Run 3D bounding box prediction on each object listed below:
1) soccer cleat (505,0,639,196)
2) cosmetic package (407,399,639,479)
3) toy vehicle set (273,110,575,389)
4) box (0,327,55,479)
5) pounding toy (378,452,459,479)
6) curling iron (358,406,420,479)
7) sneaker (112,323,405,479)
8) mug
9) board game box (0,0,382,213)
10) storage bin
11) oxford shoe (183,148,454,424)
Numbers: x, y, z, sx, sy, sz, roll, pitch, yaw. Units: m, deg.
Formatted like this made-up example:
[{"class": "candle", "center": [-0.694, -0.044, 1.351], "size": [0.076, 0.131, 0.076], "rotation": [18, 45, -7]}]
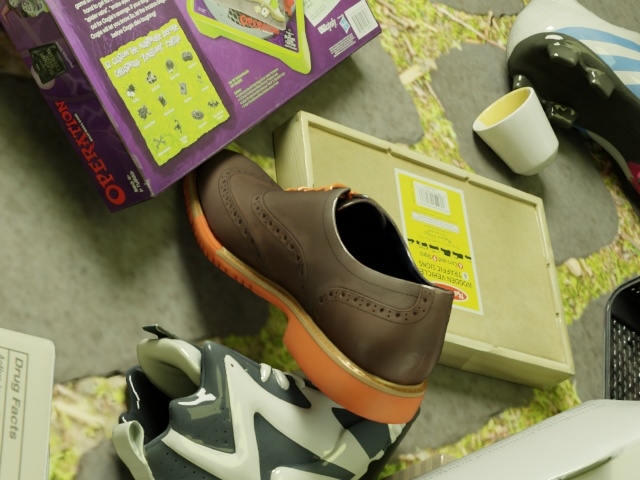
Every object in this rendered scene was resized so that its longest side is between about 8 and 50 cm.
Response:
[{"class": "soccer cleat", "center": [0.318, -0.126, 1.290], "size": [0.331, 0.116, 0.143], "rotation": [37, 45, -19]}, {"class": "cosmetic package", "center": [0.170, 0.301, 0.757], "size": [0.217, 0.156, 0.385], "rotation": [-16, 88, -23]}, {"class": "toy vehicle set", "center": [0.085, 0.012, 1.047], "size": [0.267, 0.035, 0.166], "rotation": [17, 55, -35]}, {"class": "box", "center": [-0.284, 0.090, 0.591], "size": [0.311, 0.121, 0.148], "rotation": [21, 52, -33]}, {"class": "pounding toy", "center": [0.115, 0.230, 0.890], "size": [0.130, 0.100, 0.141], "rotation": [25, 51, -30]}, {"class": "curling iron", "center": [0.002, 0.197, 0.855], "size": [0.068, 0.035, 0.274], "rotation": [42, 44, -7]}, {"class": "sneaker", "center": [-0.041, 0.094, 0.835], "size": [0.235, 0.094, 0.153], "rotation": [-43, 105, -38]}, {"class": "mug", "center": [0.182, -0.097, 1.191], "size": [0.064, 0.062, 0.078], "rotation": [52, 48, -16]}, {"class": "board game box", "center": [-0.088, -0.182, 0.957], "size": [0.347, 0.056, 0.208], "rotation": [-43, 112, -52]}, {"class": "storage bin", "center": [0.313, 0.111, 1.133], "size": [0.084, 0.122, 0.180], "rotation": [32, 47, -24]}, {"class": "oxford shoe", "center": [0.000, 0.000, 0.859], "size": [0.097, 0.098, 0.271], "rotation": [9, 26, -41]}]
